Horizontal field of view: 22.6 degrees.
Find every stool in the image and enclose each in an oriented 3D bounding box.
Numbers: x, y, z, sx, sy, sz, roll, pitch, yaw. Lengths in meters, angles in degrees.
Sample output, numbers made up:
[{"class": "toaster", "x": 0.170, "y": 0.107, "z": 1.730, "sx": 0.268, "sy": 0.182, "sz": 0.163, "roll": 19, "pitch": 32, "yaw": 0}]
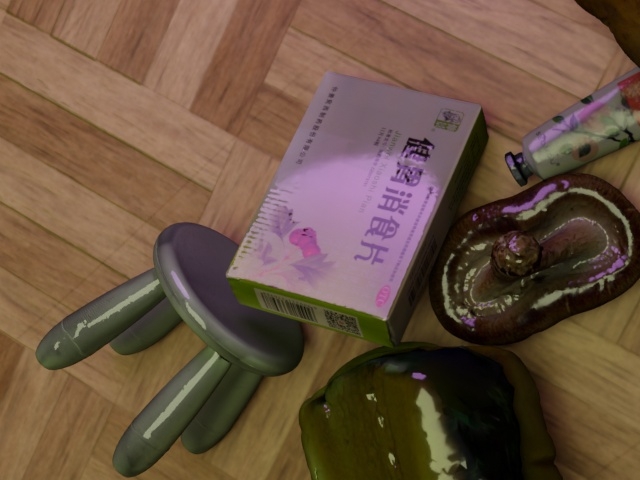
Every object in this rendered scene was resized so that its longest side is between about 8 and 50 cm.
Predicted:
[{"class": "stool", "x": -0.150, "y": 0.110, "z": 1.668, "sx": 0.199, "sy": 0.195, "sz": 0.195, "roll": -42, "pitch": 76, "yaw": 22}]

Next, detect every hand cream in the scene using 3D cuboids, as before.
[{"class": "hand cream", "x": 0.291, "y": -0.121, "z": 1.563, "sx": 0.234, "sy": 0.050, "sz": 0.080, "roll": -28, "pitch": 76, "yaw": 14}]

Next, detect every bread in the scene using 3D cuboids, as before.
[{"class": "bread", "x": 0.128, "y": 0.276, "z": 1.538, "sx": 0.251, "sy": 0.208, "sz": 0.376, "roll": -25, "pitch": 79, "yaw": 46}]

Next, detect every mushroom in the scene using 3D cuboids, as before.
[{"class": "mushroom", "x": 0.182, "y": 0.020, "z": 1.510, "sx": 0.227, "sy": 0.217, "sz": 0.148, "roll": -33, "pitch": 79, "yaw": 20}]

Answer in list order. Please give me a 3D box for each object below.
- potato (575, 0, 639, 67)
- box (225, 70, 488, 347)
[{"class": "potato", "x": 0.311, "y": -0.305, "z": 1.494, "sx": 0.369, "sy": 0.176, "sz": 0.195, "roll": 55, "pitch": 136, "yaw": 17}, {"class": "box", "x": 0.039, "y": -0.036, "z": 1.588, "sx": 0.175, "sy": 0.062, "sz": 0.260, "roll": 15, "pitch": 63, "yaw": 22}]
